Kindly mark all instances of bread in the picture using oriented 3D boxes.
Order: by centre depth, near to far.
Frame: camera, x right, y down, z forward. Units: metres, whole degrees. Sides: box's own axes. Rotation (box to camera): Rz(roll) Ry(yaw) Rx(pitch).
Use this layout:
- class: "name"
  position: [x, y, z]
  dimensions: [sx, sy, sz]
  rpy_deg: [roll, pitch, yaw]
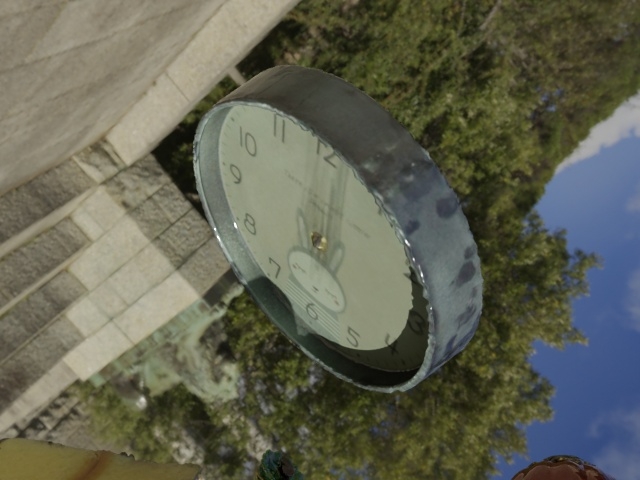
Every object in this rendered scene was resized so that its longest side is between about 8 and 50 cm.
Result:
- class: "bread"
  position: [-0.250, 0.248, 0.594]
  dimensions: [0.178, 0.240, 0.135]
  rpy_deg: [79, 20, -65]

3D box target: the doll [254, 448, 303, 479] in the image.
- class: "doll"
  position: [-0.065, 0.348, 0.885]
  dimensions: [0.113, 0.076, 0.078]
  rpy_deg: [-65, -157, 18]

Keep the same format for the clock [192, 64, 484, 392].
- class: "clock"
  position: [0.000, 0.000, 0.406]
  dimensions: [0.042, 0.215, 0.215]
  rpy_deg: [-36, -173, -29]

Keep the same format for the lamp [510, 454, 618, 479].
- class: "lamp"
  position: [0.424, 0.481, 1.110]
  dimensions: [0.227, 0.227, 0.227]
  rpy_deg: [-38, -170, 8]
